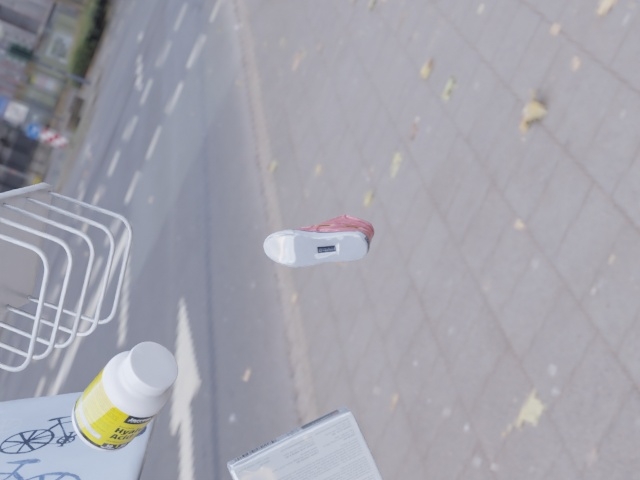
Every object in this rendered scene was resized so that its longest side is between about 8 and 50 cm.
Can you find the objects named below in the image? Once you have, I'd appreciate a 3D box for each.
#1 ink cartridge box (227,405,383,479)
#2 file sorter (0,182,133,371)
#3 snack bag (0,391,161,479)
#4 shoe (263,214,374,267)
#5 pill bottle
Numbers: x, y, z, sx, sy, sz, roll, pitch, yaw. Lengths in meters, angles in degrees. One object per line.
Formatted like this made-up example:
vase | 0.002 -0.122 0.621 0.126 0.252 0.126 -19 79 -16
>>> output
ink cartridge box | 0.002 0.376 1.622 0.189 0.232 0.066 -25 8 -9
file sorter | -0.408 0.050 1.652 0.278 0.173 0.192 -33 -41 -71
snack bag | -0.347 0.256 1.313 0.342 0.323 0.037 -89 -10 -72
shoe | 0.000 0.000 1.920 0.081 0.178 0.063 -58 -37 -65
pill bottle | -0.175 0.140 1.055 0.116 0.065 0.065 -47 26 42
